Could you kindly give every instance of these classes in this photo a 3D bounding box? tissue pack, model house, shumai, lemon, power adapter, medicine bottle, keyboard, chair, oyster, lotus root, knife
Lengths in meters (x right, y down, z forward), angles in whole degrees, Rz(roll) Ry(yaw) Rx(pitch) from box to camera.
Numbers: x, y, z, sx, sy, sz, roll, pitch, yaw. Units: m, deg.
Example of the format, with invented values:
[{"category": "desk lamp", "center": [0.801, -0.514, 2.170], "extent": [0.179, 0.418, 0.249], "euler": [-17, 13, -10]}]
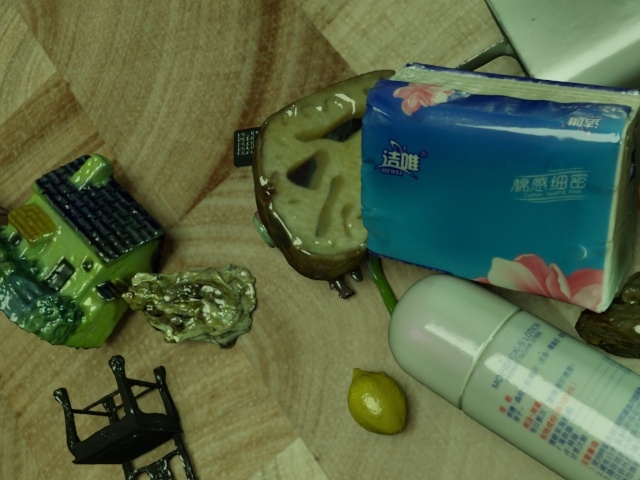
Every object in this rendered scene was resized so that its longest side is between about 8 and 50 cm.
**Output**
[{"category": "tissue pack", "center": [0.181, -0.061, 0.911], "extent": [0.270, 0.137, 0.209], "euler": [15, 118, 29]}, {"category": "model house", "center": [-0.316, 0.005, 1.149], "extent": [0.194, 0.170, 0.211], "euler": [41, 95, 26]}, {"category": "shumai", "center": [0.328, 0.076, 0.899], "extent": [0.139, 0.123, 0.105], "euler": [-25, 61, 27]}, {"category": "lemon", "center": [0.063, 0.183, 1.014], "extent": [0.065, 0.065, 0.092], "euler": [-41, 67, 10]}, {"category": "power adapter", "center": [0.275, -0.228, 0.980], "extent": [0.255, 0.124, 0.187], "euler": [-30, 68, 15]}, {"category": "medicine bottle", "center": [0.222, 0.151, 0.917], "extent": [0.341, 0.130, 0.130], "euler": [31, 92, 24]}, {"category": "keyboard", "center": [-0.044, -0.128, 1.150], "extent": [0.155, 0.010, 0.053], "euler": [-6, 78, 21]}, {"category": "chair", "center": [-0.225, 0.271, 1.091], "extent": [0.106, 0.113, 0.229], "euler": [-31, 66, 16]}, {"category": "oyster", "center": [-0.164, 0.085, 1.121], "extent": [0.166, 0.053, 0.108], "euler": [-3, 91, 1]}, {"category": "lotus root", "center": [0.003, -0.084, 1.048], "extent": [0.170, 0.074, 0.260], "euler": [4, 73, -3]}, {"category": "knife", "center": [0.075, 0.053, 1.058], "extent": [0.026, 0.022, 0.184], "euler": [-42, 64, 38]}]

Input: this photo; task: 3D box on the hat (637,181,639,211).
[{"category": "hat", "center": [0.509, -0.044, 0.764], "extent": [0.400, 0.285, 0.285], "euler": [33, 93, 27]}]

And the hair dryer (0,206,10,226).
[{"category": "hair dryer", "center": [-0.588, 0.075, 1.283], "extent": [0.210, 0.125, 0.352], "euler": [29, 97, 26]}]

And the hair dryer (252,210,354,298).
[{"category": "hair dryer", "center": [-0.004, 0.006, 1.094], "extent": [0.106, 0.054, 0.154], "euler": [-31, 79, 6]}]
